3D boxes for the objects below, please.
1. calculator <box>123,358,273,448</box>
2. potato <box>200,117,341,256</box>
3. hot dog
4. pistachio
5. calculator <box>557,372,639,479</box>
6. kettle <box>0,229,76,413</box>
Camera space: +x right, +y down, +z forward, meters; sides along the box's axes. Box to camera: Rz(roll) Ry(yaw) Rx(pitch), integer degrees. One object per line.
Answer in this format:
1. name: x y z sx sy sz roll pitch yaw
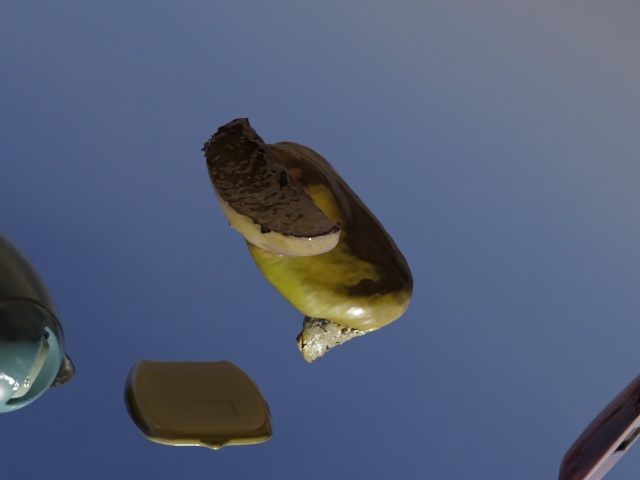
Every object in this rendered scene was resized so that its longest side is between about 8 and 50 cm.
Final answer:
1. calculator: -0.135 0.176 1.468 0.157 0.033 0.236 2 -165 -17
2. potato: -0.028 -0.014 0.611 0.037 0.036 0.093 -22 -134 -19
3. hot dog: 0.015 0.080 1.455 0.061 0.169 0.078 43 -132 -14
4. pistachio: -0.001 -0.002 1.153 0.189 0.100 0.110 48 -160 -12
5. calculator: 0.402 0.171 1.577 0.048 0.330 0.220 45 -171 20
6. kettle: -0.466 0.083 1.602 0.319 0.247 0.342 27 178 -43
